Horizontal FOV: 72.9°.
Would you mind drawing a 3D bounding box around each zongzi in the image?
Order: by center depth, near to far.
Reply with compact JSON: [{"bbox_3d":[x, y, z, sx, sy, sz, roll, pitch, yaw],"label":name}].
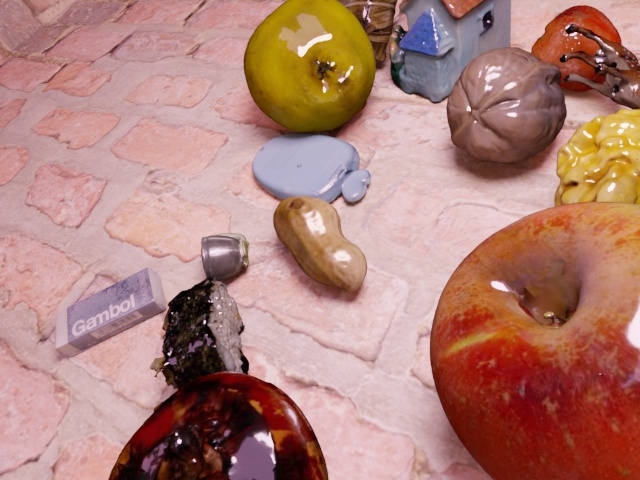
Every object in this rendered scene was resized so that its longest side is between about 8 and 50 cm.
[{"bbox_3d":[0.107,-0.634,1.101,0.134,0.289,0.286,-1,33,-29],"label":"zongzi"}]

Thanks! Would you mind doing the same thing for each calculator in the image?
[{"bbox_3d":[-0.024,-0.160,0.954,0.302,0.042,0.188,22,64,33],"label":"calculator"}]

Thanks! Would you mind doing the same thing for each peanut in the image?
[{"bbox_3d":[0.000,0.000,0.790,0.120,0.110,0.236,-32,53,-17],"label":"peanut"}]

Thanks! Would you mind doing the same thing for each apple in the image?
[{"bbox_3d":[0.297,0.135,0.462,0.348,0.277,0.349,-35,30,24],"label":"apple"}]

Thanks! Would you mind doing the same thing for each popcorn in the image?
[{"bbox_3d":[0.462,-0.085,0.641,0.202,0.200,0.226,-21,89,-20],"label":"popcorn"}]

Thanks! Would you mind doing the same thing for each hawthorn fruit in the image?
[{"bbox_3d":[0.537,-0.369,0.873,0.162,0.163,0.203,-42,68,-14],"label":"hawthorn fruit"}]

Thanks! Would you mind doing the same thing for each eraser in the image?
[{"bbox_3d":[-0.418,0.141,0.861,0.212,0.046,0.092,-27,52,-3],"label":"eraser"}]

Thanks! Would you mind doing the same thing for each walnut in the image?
[{"bbox_3d":[0.343,-0.246,0.802,0.223,0.224,0.225,-9,53,12],"label":"walnut"}]

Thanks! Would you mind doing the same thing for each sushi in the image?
[{"bbox_3d":[-0.194,0.167,0.726,0.114,0.147,0.213,-30,34,3],"label":"sushi"}]

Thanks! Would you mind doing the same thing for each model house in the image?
[{"bbox_3d":[0.280,-0.542,0.954,0.294,0.329,0.251,-41,57,-16],"label":"model house"}]

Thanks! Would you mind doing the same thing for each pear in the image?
[{"bbox_3d":[-0.039,-0.404,1.000,0.287,0.288,0.375,-30,37,-5],"label":"pear"}]

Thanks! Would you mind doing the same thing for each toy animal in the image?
[{"bbox_3d":[0.538,-0.256,0.733,0.259,0.087,0.244,15,64,-15],"label":"toy animal"}]

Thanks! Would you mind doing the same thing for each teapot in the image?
[{"bbox_3d":[-0.185,0.019,0.851,0.090,0.092,0.124,-8,58,-9],"label":"teapot"}]

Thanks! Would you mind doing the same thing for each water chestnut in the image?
[{"bbox_3d":[-0.129,0.299,0.514,0.299,0.300,0.300,-9,53,12],"label":"water chestnut"}]
